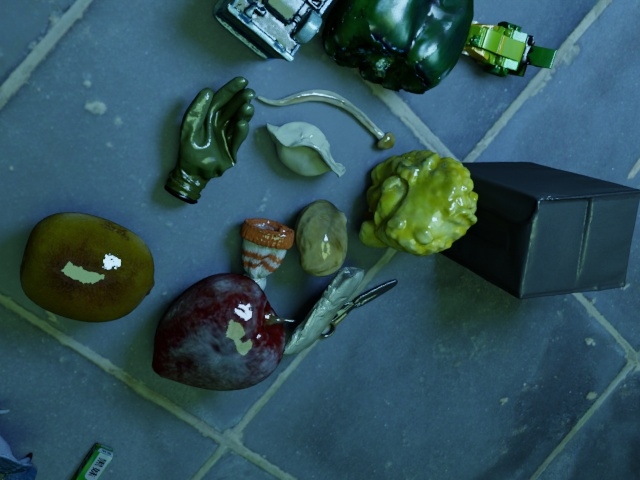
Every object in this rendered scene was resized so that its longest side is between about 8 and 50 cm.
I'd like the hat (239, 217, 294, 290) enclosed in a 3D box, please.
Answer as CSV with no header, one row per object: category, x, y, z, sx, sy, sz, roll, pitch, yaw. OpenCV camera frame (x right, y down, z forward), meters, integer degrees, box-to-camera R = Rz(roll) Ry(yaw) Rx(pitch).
hat,-0.121,0.038,1.365,0.112,0.093,0.162,16,107,1

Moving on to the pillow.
pillow,0.009,0.147,1.395,0.050,0.148,0.230,43,102,18

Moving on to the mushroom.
mushroom,0.024,-0.262,1.357,0.306,0.043,0.068,20,73,-21

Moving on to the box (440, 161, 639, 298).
box,0.438,-0.037,1.394,0.251,0.345,0.205,-4,108,-19

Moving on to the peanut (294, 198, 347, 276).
peanut,0.000,0.000,1.363,0.109,0.159,0.140,-12,133,26

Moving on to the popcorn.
popcorn,0.200,-0.065,1.378,0.266,0.233,0.192,-26,147,28

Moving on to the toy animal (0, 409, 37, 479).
toy animal,-0.635,0.409,1.263,0.255,0.239,0.176,16,68,-62

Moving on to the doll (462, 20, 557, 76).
doll,0.370,-0.399,1.378,0.186,0.134,0.106,13,102,-15

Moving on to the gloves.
gloves,-0.207,-0.192,1.260,0.135,0.107,0.268,27,113,-28

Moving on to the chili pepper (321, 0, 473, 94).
chili pepper,0.147,-0.426,1.255,0.248,0.233,0.257,33,85,-39

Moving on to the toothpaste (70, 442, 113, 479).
toothpaste,-0.502,0.511,1.399,0.043,0.037,0.178,33,93,-22

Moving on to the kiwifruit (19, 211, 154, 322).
kiwifruit,-0.419,0.051,1.213,0.234,0.196,0.196,15,100,-20

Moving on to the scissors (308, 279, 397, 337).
scissors,0.079,0.141,1.500,0.220,0.017,0.088,-26,111,-11

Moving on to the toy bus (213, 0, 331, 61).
toy bus,-0.037,-0.484,1.185,0.152,0.190,0.312,35,92,-23

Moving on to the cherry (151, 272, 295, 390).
cherry,-0.200,0.186,1.316,0.300,0.203,0.230,-23,118,6

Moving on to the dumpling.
dumpling,-0.028,-0.177,1.308,0.100,0.134,0.169,-38,110,-4
